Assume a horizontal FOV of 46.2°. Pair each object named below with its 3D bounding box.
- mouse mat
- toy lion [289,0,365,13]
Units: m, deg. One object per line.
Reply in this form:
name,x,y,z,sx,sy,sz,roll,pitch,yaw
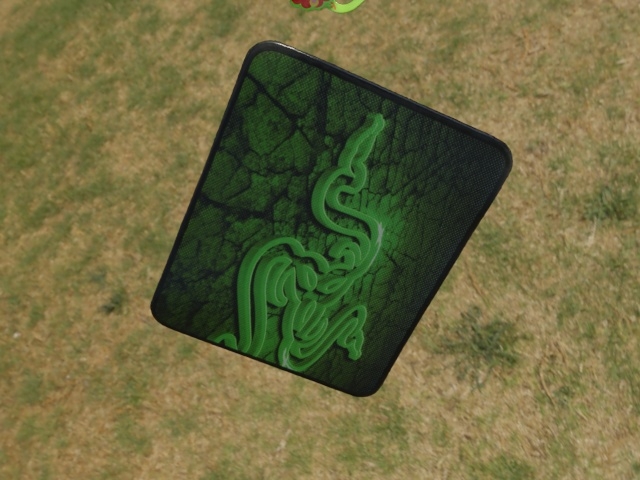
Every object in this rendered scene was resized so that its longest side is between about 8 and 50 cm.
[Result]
mouse mat,0.000,0.000,0.424,0.007,0.152,0.190,-85,18,-61
toy lion,0.006,-0.306,0.886,0.096,0.100,0.034,-45,3,13
